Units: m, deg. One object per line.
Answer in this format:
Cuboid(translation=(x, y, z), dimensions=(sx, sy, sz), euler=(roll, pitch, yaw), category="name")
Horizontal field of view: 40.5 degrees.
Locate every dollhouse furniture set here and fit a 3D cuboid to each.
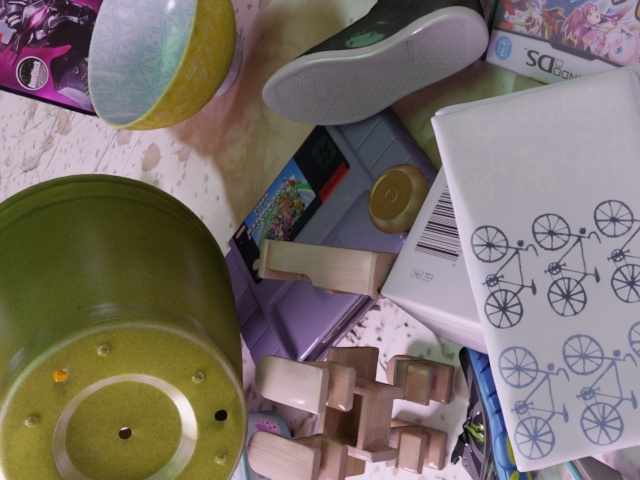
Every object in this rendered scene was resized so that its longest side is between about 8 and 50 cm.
Cuboid(translation=(0.017, 0.128, 0.926), dimensions=(0.161, 0.212, 0.241), euler=(7, 90, 44), category="dollhouse furniture set")

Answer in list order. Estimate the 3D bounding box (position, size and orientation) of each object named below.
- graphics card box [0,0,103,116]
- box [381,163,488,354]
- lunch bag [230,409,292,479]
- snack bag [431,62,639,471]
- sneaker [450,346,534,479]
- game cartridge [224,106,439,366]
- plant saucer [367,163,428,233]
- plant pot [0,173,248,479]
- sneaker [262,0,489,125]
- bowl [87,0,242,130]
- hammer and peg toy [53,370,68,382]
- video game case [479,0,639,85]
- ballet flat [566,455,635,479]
Cuboid(translation=(-0.498, -0.362, 1.482), dimensions=(0.094, 0.371, 0.232), euler=(11, 88, 47), category="graphics card box")
Cuboid(translation=(0.187, 0.016, 0.828), dimensions=(0.182, 0.119, 0.180), euler=(16, 75, 46), category="box")
Cuboid(translation=(-0.145, 0.357, 1.138), dimensions=(0.279, 0.108, 0.224), euler=(-34, 60, 37), category="lunch bag")
Cuboid(translation=(0.287, -0.005, 0.694), dimensions=(0.343, 0.037, 0.322), euler=(-12, 70, 8), category="snack bag")
Cuboid(translation=(0.163, 0.195, 0.881), dimensions=(0.078, 0.067, 0.188), euler=(-19, 70, 36), category="sneaker")
Cuboid(translation=(0.000, 0.000, 1.107), dimensions=(0.355, 0.068, 0.230), euler=(-51, 53, 26), category="game cartridge")
Cuboid(translation=(0.083, -0.049, 0.983), dimensions=(0.083, 0.015, 0.083), euler=(-15, 66, 37), category="plant saucer")
Cuboid(translation=(-0.237, 0.140, 0.958), dimensions=(0.366, 0.367, 0.353), euler=(-70, 23, 9), category="plant pot")
Cuboid(translation=(0.066, -0.239, 1.033), dimensions=(0.296, 0.104, 0.146), euler=(-17, 44, 32), category="sneaker")
Cuboid(translation=(-0.215, -0.294, 1.325), dimensions=(0.290, 0.156, 0.289), euler=(-12, 73, 44), category="bowl")
Cuboid(translation=(-0.335, 0.153, 1.371), dimensions=(0.361, 0.127, 0.265), euler=(-39, 53, 34), category="hammer and peg toy")
Cuboid(translation=(0.276, -0.274, 0.831), dimensions=(0.248, 0.035, 0.274), euler=(38, 125, 48), category="video game case")
Cuboid(translation=(0.291, 0.264, 0.745), dimensions=(0.068, 0.072, 0.213), euler=(-30, 57, 7), category="ballet flat")
